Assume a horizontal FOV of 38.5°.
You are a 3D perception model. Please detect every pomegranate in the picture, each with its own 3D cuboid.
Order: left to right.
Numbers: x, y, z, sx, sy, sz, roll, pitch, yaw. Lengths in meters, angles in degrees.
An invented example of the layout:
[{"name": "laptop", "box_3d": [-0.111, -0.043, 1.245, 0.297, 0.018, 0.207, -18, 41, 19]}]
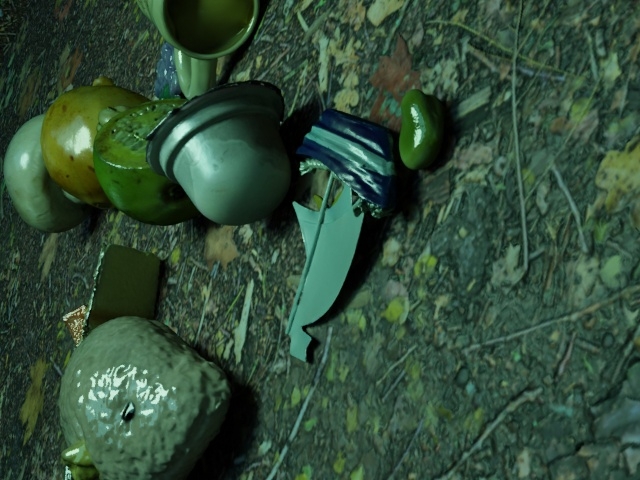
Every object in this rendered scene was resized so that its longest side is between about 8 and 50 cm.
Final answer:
[{"name": "pomegranate", "box_3d": [-0.368, -0.161, 1.575, 0.233, 0.233, 0.233, -33, 49, 48]}, {"name": "pomegranate", "box_3d": [-0.259, -0.110, 1.386, 0.159, 0.240, 0.190, 86, -155, -43]}]

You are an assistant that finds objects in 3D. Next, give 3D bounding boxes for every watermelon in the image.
[{"name": "watermelon", "box_3d": [-0.407, 0.142, 1.617, 0.135, 0.094, 0.125, -60, 23, 13]}]

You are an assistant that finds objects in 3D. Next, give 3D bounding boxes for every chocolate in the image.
[{"name": "chocolate", "box_3d": [-0.113, -0.092, 1.196, 0.221, 0.221, 0.147, -38, 70, 45]}]

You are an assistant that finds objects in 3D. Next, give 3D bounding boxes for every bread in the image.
[{"name": "bread", "box_3d": [-0.376, 0.124, 1.492, 0.178, 0.135, 0.240, 3, 78, 41]}]

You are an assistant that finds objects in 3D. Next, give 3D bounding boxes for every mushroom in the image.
[{"name": "mushroom", "box_3d": [-0.489, -0.129, 1.808, 0.243, 0.243, 0.244, -33, 49, 48]}]

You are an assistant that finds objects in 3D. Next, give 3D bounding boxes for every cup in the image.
[{"name": "cup", "box_3d": [-0.189, -0.368, 1.486, 0.173, 0.255, 0.202, -28, 37, -7]}]

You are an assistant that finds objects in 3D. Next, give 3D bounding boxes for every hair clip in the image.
[{"name": "hair clip", "box_3d": [-0.262, -0.284, 1.643, 0.124, 0.052, 0.196, 170, 105, -66]}]

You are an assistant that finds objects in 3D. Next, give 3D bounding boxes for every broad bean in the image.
[{"name": "broad bean", "box_3d": [0.104, -0.115, 0.949, 0.063, 0.045, 0.083, -6, 79, 59]}]

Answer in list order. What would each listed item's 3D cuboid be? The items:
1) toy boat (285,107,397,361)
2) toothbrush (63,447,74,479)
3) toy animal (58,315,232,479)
[{"name": "toy boat", "box_3d": [0.000, 0.000, 1.049, 0.220, 0.067, 0.291, 35, 109, 58]}, {"name": "toothbrush", "box_3d": [-0.444, 0.360, 1.635, 0.030, 0.030, 0.297, 108, 162, -62]}, {"name": "toy animal", "box_3d": [-0.257, 0.223, 1.237, 0.358, 0.188, 0.227, 23, 90, 60]}]
